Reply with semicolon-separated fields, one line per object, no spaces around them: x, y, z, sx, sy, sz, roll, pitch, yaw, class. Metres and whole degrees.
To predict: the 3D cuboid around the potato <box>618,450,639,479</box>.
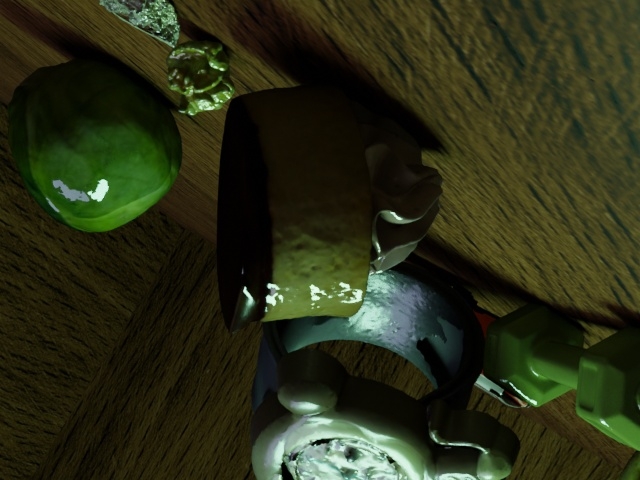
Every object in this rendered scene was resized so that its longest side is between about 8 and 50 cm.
0.507;0.327;1.657;0.202;0.182;0.117;-122;16;-63;potato

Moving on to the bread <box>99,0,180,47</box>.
-0.158;-0.200;1.008;0.070;0.035;0.083;31;177;15;bread

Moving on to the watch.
0.079;0.187;1.505;0.335;0.327;0.314;13;132;3;watch

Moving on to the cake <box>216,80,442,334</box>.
0.010;-0.023;0.961;0.178;0.208;0.185;4;178;-12;cake

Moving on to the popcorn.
-0.109;-0.152;1.067;0.059;0.068;0.083;-9;152;-12;popcorn

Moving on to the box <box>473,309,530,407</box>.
0.233;0.162;1.739;0.182;0.099;0.133;29;175;27;box

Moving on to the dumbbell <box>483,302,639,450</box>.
0.280;0.139;1.276;0.108;0.121;0.302;4;-177;-17;dumbbell

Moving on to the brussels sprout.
-0.304;-0.132;1.550;0.271;0.210;0.219;47;180;39;brussels sprout
